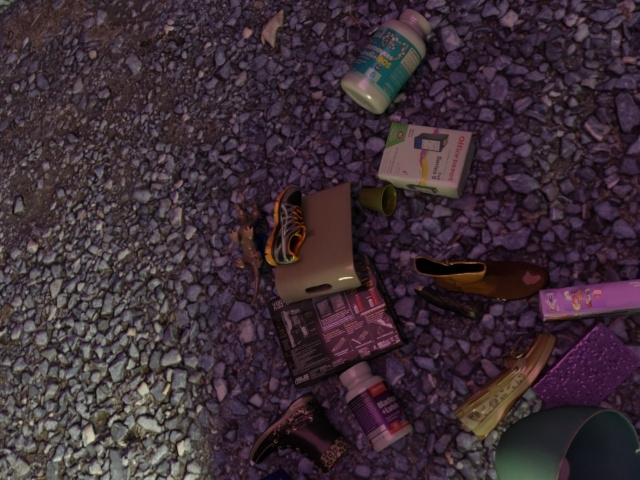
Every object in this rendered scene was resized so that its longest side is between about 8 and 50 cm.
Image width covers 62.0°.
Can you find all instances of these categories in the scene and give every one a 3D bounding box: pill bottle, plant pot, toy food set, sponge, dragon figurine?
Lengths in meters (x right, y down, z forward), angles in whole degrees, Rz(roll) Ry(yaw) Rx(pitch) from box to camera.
[{"bbox_3d":[0.184,-0.486,1.439,0.146,0.146,0.264,37,92,24],"label":"pill bottle"},{"bbox_3d":[0.147,-0.109,1.409,0.079,0.083,0.083,9,81,34],"label":"plant pot"},{"bbox_3d":[0.000,0.000,1.400,0.220,0.092,0.306,-15,58,23],"label":"toy food set"},{"bbox_3d":[0.471,0.461,1.065,0.195,0.290,0.290,-2,74,58],"label":"plant pot"},{"bbox_3d":[0.127,0.393,1.278,0.108,0.108,0.193,-37,68,10],"label":"pill bottle"},{"bbox_3d":[0.574,0.291,1.159,0.210,0.031,0.117,-46,77,5],"label":"sponge"},{"bbox_3d":[-0.183,0.026,1.497,0.085,0.144,0.289,-16,92,16],"label":"dragon figurine"}]

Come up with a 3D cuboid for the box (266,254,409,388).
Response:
[{"bbox_3d":[0.037,0.212,1.373,0.307,0.076,0.242,-27,69,13],"label":"box"}]

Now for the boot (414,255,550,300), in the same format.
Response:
[{"bbox_3d":[0.362,0.065,1.167,0.264,0.280,0.096,7,81,23],"label":"boot"}]

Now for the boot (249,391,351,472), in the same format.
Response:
[{"bbox_3d":[-0.054,0.522,1.334,0.178,0.085,0.236,44,97,21],"label":"boot"}]

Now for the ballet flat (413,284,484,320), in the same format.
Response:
[{"bbox_3d":[0.312,0.144,1.297,0.173,0.057,0.049,21,75,18],"label":"ballet flat"}]

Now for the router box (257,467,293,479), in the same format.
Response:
[{"bbox_3d":[-0.213,0.696,1.218,0.082,0.335,0.301,38,92,22],"label":"router box"}]

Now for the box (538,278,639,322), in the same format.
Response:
[{"bbox_3d":[0.610,0.123,1.102,0.293,0.201,0.057,-9,75,19],"label":"box"}]

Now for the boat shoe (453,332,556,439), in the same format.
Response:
[{"bbox_3d":[0.414,0.310,1.188,0.089,0.104,0.285,39,94,22],"label":"boat shoe"}]

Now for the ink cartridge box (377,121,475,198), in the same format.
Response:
[{"bbox_3d":[0.273,-0.207,1.370,0.212,0.093,0.154,14,83,22],"label":"ink cartridge box"}]

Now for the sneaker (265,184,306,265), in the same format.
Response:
[{"bbox_3d":[-0.073,-0.037,1.356,0.083,0.084,0.214,3,76,32],"label":"sneaker"}]
